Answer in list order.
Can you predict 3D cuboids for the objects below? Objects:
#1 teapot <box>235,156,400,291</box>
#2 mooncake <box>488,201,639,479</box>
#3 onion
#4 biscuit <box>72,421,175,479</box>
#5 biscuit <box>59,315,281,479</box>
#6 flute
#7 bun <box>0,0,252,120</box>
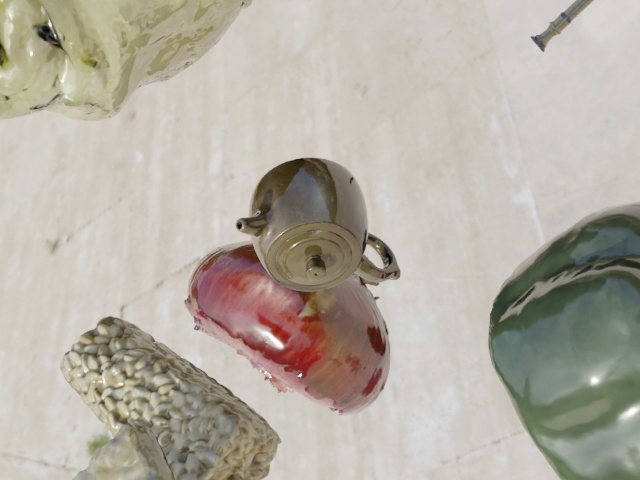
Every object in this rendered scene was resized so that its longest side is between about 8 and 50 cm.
[{"bbox_3d":[0.000,0.000,0.563,0.076,0.121,0.068,-49,32,32],"label":"teapot"},{"bbox_3d":[0.178,0.061,0.472,0.104,0.168,0.175,-35,35,42],"label":"mooncake"},{"bbox_3d":[-0.029,0.082,0.944,0.248,0.248,0.161,2,67,48],"label":"onion"},{"bbox_3d":[-0.143,0.247,0.487,0.141,0.038,0.290,44,103,22],"label":"biscuit"},{"bbox_3d":[-0.105,0.113,0.609,0.168,0.082,0.070,30,80,38],"label":"biscuit"},{"bbox_3d":[0.336,-0.307,1.028,0.233,0.027,0.027,-44,41,23],"label":"flute"},{"bbox_3d":[-0.205,-0.237,0.669,0.361,0.326,0.235,-14,48,18],"label":"bun"}]
